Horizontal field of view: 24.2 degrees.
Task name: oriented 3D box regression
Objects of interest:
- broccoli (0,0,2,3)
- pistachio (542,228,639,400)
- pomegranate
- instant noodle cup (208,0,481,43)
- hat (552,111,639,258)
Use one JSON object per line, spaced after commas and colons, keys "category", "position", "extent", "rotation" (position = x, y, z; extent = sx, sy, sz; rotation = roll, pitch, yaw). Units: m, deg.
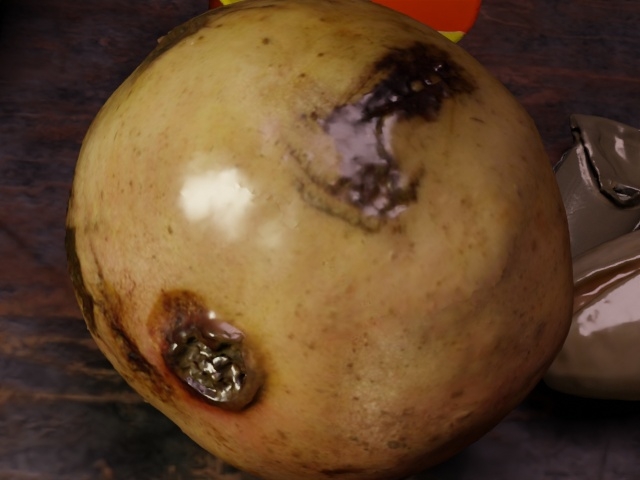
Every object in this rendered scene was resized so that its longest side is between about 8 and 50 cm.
{"category": "broccoli", "position": [-0.349, -0.279, 1.125], "extent": [0.297, 0.297, 0.297], "rotation": [-3, 74, 13]}
{"category": "pistachio", "position": [0.224, 0.051, 1.058], "extent": [0.185, 0.124, 0.124], "rotation": [-17, 54, -25]}
{"category": "pomegranate", "position": [0.000, 0.000, 0.927], "extent": [0.322, 0.322, 0.322], "rotation": [7, 47, -7]}
{"category": "instant noodle cup", "position": [0.001, -0.144, 1.150], "extent": [0.213, 0.174, 0.213], "rotation": [7, 48, -8]}
{"category": "hat", "position": [0.244, -0.030, 1.188], "extent": [0.147, 0.085, 0.175], "rotation": [16, 59, 46]}
